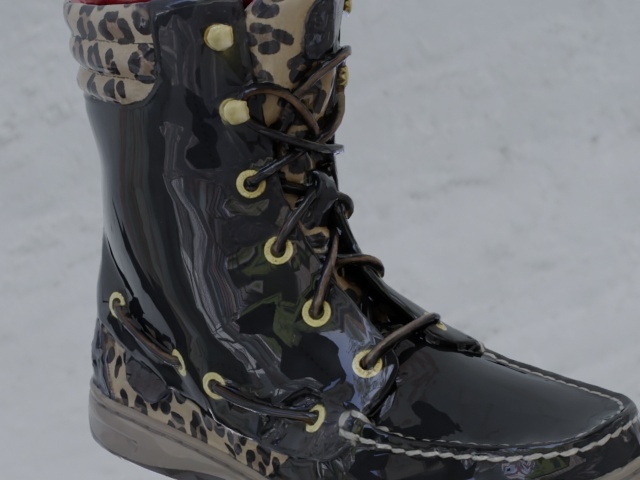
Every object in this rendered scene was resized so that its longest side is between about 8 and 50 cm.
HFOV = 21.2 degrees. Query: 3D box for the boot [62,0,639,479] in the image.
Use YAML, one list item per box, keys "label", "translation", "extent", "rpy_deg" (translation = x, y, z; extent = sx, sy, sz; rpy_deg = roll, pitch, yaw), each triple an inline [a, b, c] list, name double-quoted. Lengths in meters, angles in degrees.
- label: "boot"
  translation: [0.000, 0.000, 0.930]
  extent: [0.138, 0.377, 0.284]
  rpy_deg: [-20, -70, -43]
